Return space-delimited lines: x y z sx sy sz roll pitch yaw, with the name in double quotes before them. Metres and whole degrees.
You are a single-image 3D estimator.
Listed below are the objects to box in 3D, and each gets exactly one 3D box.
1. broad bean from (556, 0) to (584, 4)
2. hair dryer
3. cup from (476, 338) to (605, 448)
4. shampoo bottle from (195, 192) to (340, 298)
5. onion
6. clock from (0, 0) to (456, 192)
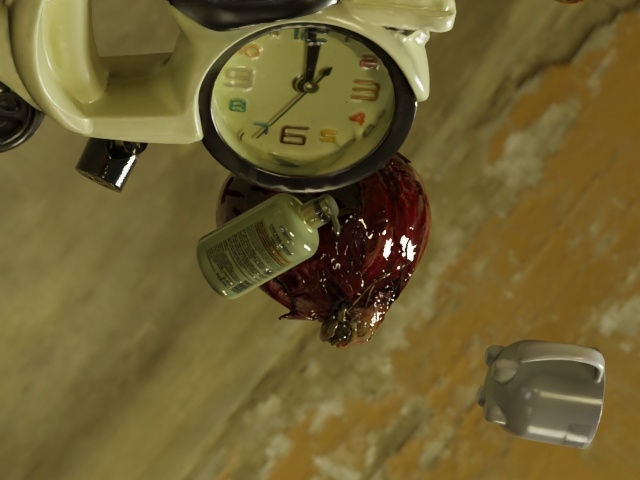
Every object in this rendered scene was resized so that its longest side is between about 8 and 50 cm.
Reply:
"broad bean" 0.320 -0.404 2.189 0.114 0.165 0.084 -11 169 6
"hair dryer" -0.247 -0.131 2.041 0.124 0.071 0.219 -65 -166 -6
"cup" 0.285 0.194 2.065 0.173 0.141 0.134 171 -72 -84
"shampoo bottle" -0.052 -0.003 1.737 0.162 0.079 0.079 -30 172 19
"onion" 0.000 -0.021 2.007 0.281 0.281 0.221 -50 174 -5
"clock" -0.100 -0.164 1.147 0.120 0.378 0.276 -96 -165 -49
